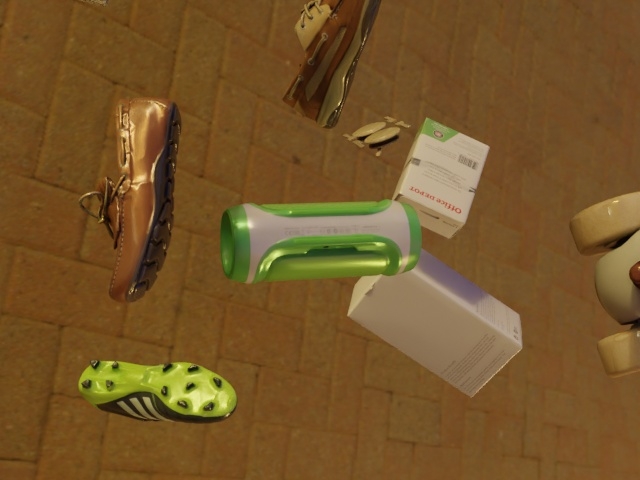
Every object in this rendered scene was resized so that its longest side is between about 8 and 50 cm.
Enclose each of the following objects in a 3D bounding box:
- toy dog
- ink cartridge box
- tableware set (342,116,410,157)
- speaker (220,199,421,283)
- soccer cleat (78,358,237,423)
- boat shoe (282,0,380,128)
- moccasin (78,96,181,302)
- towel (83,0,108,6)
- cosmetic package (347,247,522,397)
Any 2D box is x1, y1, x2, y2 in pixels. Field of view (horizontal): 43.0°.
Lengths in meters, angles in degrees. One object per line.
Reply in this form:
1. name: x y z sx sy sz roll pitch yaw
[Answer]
1. toy dog: 0.366 0.000 0.677 0.220 0.334 0.161 55 10 15
2. ink cartridge box: 0.261 -0.137 1.795 0.160 0.092 0.219 25 63 -3
3. tableware set: 0.136 -0.243 1.923 0.128 0.194 0.039 -23 109 -5
4. speaker: 0.000 0.000 1.261 0.297 0.131 0.131 -2 85 -18
5. soccer cleat: -0.165 0.162 0.848 0.072 0.179 0.060 74 27 -49
6. boat shoe: 0.016 -0.330 1.305 0.120 0.324 0.122 21 36 -1
7. moccasin: -0.338 -0.078 1.439 0.139 0.147 0.379 90 2 -80
8. towel: -0.339 -0.358 0.895 0.312 0.056 0.324 21 28 -8
9. cosmetic package: 0.269 0.175 1.905 0.366 0.197 0.155 36 27 -7
